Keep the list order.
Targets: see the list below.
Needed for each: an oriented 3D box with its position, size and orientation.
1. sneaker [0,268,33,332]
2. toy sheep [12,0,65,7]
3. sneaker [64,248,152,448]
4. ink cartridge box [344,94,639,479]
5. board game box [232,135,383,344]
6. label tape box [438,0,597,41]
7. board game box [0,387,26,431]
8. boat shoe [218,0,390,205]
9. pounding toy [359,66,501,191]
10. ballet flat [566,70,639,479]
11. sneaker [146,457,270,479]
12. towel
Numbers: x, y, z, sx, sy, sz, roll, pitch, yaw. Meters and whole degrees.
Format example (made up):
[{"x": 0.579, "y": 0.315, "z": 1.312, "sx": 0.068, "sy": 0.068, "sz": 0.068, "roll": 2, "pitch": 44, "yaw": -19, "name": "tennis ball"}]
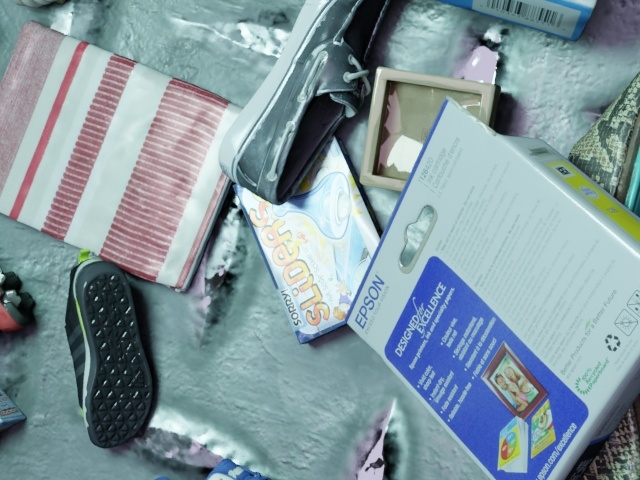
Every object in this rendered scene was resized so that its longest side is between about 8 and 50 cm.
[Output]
[{"x": -0.475, "y": 0.018, "z": 1.392, "sx": 0.135, "sy": 0.097, "sz": 0.276, "roll": -35, "pitch": 82, "yaw": -3, "name": "sneaker"}, {"x": -0.350, "y": -0.325, "z": 1.390, "sx": 0.132, "sy": 0.091, "sz": 0.091, "roll": 18, "pitch": 93, "yaw": 16, "name": "toy sheep"}, {"x": -0.258, "y": 0.127, "z": 1.362, "sx": 0.097, "sy": 0.084, "sz": 0.235, "roll": 15, "pitch": 108, "yaw": 58, "name": "sneaker"}, {"x": 0.185, "y": 0.063, "z": 1.129, "sx": 0.307, "sy": 0.072, "sz": 0.304, "roll": 48, "pitch": 130, "yaw": 33, "name": "ink cartridge box"}, {"x": 0.000, "y": 0.000, "z": 1.302, "sx": 0.136, "sy": 0.035, "sz": 0.201, "roll": -26, "pitch": 81, "yaw": 13, "name": "board game box"}, {"x": 0.204, "y": -0.404, "z": 1.178, "sx": 0.240, "sy": 0.106, "sz": 0.334, "roll": 17, "pitch": 82, "yaw": 7, "name": "label tape box"}, {"x": -0.475, "y": 0.214, "z": 1.418, "sx": 0.194, "sy": 0.060, "sz": 0.194, "roll": 30, "pitch": 96, "yaw": 16, "name": "board game box"}, {"x": 0.008, "y": -0.176, "z": 1.251, "sx": 0.102, "sy": 0.108, "sz": 0.301, "roll": 35, "pitch": 90, "yaw": 30, "name": "boat shoe"}, {"x": 0.141, "y": -0.072, "z": 1.240, "sx": 0.181, "sy": 0.094, "sz": 0.206, "roll": 10, "pitch": 99, "yaw": 12, "name": "pounding toy"}, {"x": 0.280, "y": 0.059, "z": 1.170, "sx": 0.182, "sy": 0.164, "sz": 0.483, "roll": 0, "pitch": 89, "yaw": 34, "name": "ballet flat"}, {"x": -0.076, "y": 0.307, "z": 1.273, "sx": 0.296, "sy": 0.112, "sz": 0.131, "roll": -10, "pitch": 85, "yaw": 15, "name": "sneaker"}, {"x": -0.260, "y": -0.104, "z": 1.382, "sx": 0.329, "sy": 0.037, "sz": 0.237, "roll": 23, "pitch": 94, "yaw": 15, "name": "towel"}]
